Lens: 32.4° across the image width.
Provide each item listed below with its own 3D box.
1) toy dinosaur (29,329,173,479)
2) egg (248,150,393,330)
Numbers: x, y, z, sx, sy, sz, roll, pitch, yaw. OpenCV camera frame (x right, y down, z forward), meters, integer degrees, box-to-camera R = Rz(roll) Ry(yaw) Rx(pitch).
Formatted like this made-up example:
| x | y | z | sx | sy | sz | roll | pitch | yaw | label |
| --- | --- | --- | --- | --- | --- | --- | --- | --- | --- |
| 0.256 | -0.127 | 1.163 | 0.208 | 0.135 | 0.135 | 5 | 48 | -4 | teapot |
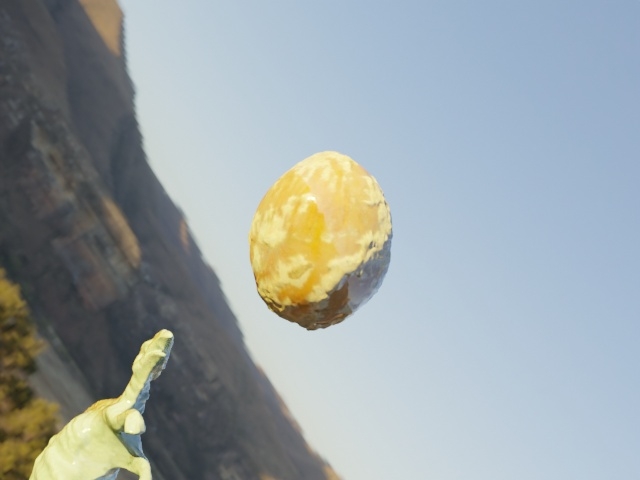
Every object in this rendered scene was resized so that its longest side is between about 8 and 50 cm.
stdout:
| x | y | z | sx | sy | sz | roll | pitch | yaw | label |
| --- | --- | --- | --- | --- | --- | --- | --- | --- | --- |
| -0.248 | 0.266 | 1.045 | 0.092 | 0.393 | 0.205 | 29 | 25 | -31 | toy dinosaur |
| 0.000 | 0.000 | 1.437 | 0.195 | 0.195 | 0.233 | -142 | -125 | -63 | egg |
